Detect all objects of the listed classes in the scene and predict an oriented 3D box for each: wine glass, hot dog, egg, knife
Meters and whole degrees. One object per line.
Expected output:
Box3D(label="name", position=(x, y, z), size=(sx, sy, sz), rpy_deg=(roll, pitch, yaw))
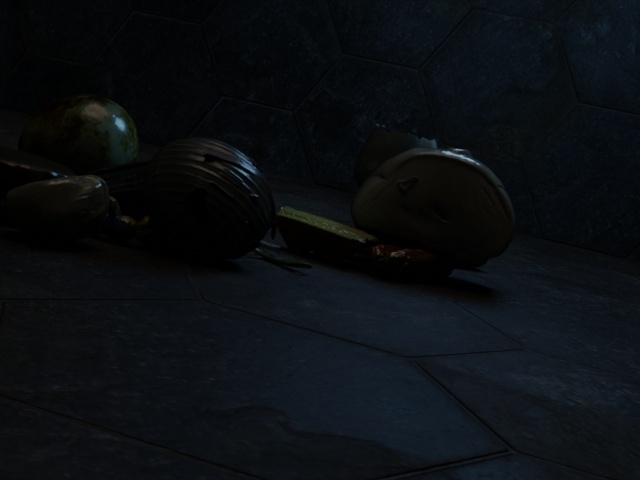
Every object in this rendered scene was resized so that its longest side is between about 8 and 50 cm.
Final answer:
Box3D(label="wine glass", position=(0.192, -0.141, 2.479), size=(0.238, 0.323, 0.238), rpy_deg=(15, 7, -2))
Box3D(label="hot dog", position=(0.206, 0.047, 2.073), size=(0.115, 0.072, 0.269), rpy_deg=(20, 11, 41))
Box3D(label="egg", position=(-0.586, -0.233, 2.234), size=(0.289, 0.238, 0.238), rpy_deg=(-5, 7, 5))
Box3D(label="knife", position=(-0.081, 0.038, 1.876), size=(0.166, 0.023, 0.078), rpy_deg=(19, 0, 39))

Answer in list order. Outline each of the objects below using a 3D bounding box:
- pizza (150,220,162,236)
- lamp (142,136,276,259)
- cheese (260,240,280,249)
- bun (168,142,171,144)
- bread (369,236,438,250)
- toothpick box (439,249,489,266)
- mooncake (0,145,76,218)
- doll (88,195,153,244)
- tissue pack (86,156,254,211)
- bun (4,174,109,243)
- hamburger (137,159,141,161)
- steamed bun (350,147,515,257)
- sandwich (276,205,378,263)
Box3D(label="pizza", position=(-0.291, -0.039, 1.937), size=(0.127, 0.058, 0.246), rpy_deg=(7, 8, -1))
Box3D(label="lamp", position=(-0.212, -0.073, 1.754), size=(0.265, 0.233, 0.233), rpy_deg=(41, -7, -29))
Box3D(label="cheese", position=(-0.165, -0.007, 2.004), size=(0.192, 0.037, 0.097), rpy_deg=(18, 11, 38))
Box3D(label="bun", position=(-0.299, -0.143, 2.370), size=(0.287, 0.146, 0.287), rpy_deg=(26, 12, -6))
Box3D(label="bread", position=(0.202, -0.019, 2.321), size=(0.190, 0.132, 0.114), rpy_deg=(13, 6, -11))
Box3D(label="toothpick box", position=(0.353, 0.010, 2.427), size=(0.180, 0.111, 0.111), rpy_deg=(7, 10, -30))
Box3D(label="mooncake", position=(-0.587, -0.103, 1.739), size=(0.228, 0.124, 0.228), rpy_deg=(15, 5, -1))
Box3D(label="doll", position=(-0.399, -0.042, 1.741), size=(0.179, 0.102, 0.089), rpy_deg=(14, 47, 9))
Box3D(label="tissue pack", position=(-0.331, -0.128, 2.055), size=(0.315, 0.103, 0.228), rpy_deg=(-8, -3, 28))
Box3D(label="bun", position=(-0.452, -0.051, 1.597), size=(0.173, 0.113, 0.166), rpy_deg=(-11, 4, 0))
Box3D(label="hamburger", position=(-0.492, -0.167, 2.431), size=(0.166, 0.087, 0.137), rpy_deg=(17, 9, 23))
Box3D(label="steamed bun", position=(0.270, -0.099, 2.144), size=(0.383, 0.236, 0.247), rpy_deg=(11, 0, 6))
Box3D(label="sandwich", position=(0.000, 0.000, 2.062), size=(0.244, 0.088, 0.090), rpy_deg=(20, 19, 22))
